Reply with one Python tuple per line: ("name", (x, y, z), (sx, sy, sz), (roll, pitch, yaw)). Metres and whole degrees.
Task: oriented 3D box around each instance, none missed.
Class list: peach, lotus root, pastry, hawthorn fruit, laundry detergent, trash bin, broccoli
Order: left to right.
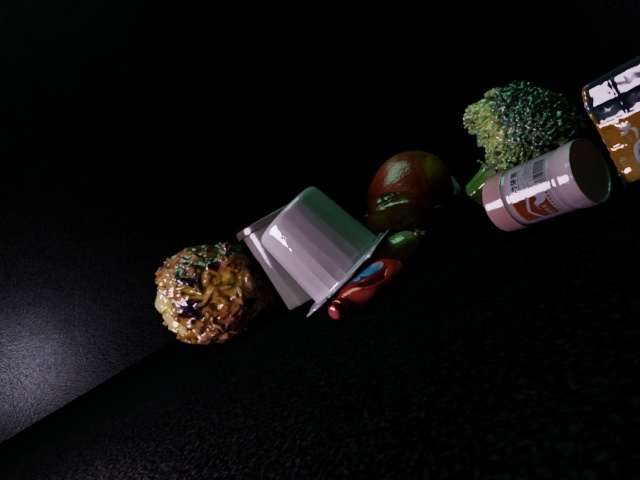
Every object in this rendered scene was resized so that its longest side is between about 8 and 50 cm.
("pastry", (-0.301, 0.154, 1.428), (0.338, 0.292, 0.405), (-20, -14, -25))
("trash bin", (-0.072, 0.040, 1.349), (0.220, 0.250, 0.219), (-29, 1, 4))
("laundry detergent", (0.079, 0.090, 0.874), (0.165, 0.049, 0.097), (-34, 8, -40))
("lotus root", (0.174, 0.018, 1.089), (0.150, 0.062, 0.073), (-35, -1, 8))
("hawthorn fruit", (0.199, -0.053, 1.221), (0.174, 0.173, 0.179), (-30, 1, -27))
("peach", (0.266, -0.146, 1.485), (0.281, 0.238, 0.281), (-22, 27, 12))
("broccoli", (0.465, -0.252, 1.171), (0.302, 0.249, 0.375), (-25, 9, 31))

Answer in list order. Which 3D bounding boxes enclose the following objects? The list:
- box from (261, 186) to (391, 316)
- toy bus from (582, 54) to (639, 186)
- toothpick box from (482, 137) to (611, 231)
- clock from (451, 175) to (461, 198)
("box", (0.000, 0.000, 1.122), (0.262, 0.206, 0.291), (-45, 1, 6))
("toy bus", (0.456, -0.179, 0.522), (0.139, 0.167, 0.275), (-30, 3, -25))
("toothpick box", (0.333, -0.079, 0.722), (0.098, 0.098, 0.149), (-31, 3, -34))
("clock", (0.373, -0.149, 1.872), (0.262, 0.116, 0.231), (-29, 1, -23))
